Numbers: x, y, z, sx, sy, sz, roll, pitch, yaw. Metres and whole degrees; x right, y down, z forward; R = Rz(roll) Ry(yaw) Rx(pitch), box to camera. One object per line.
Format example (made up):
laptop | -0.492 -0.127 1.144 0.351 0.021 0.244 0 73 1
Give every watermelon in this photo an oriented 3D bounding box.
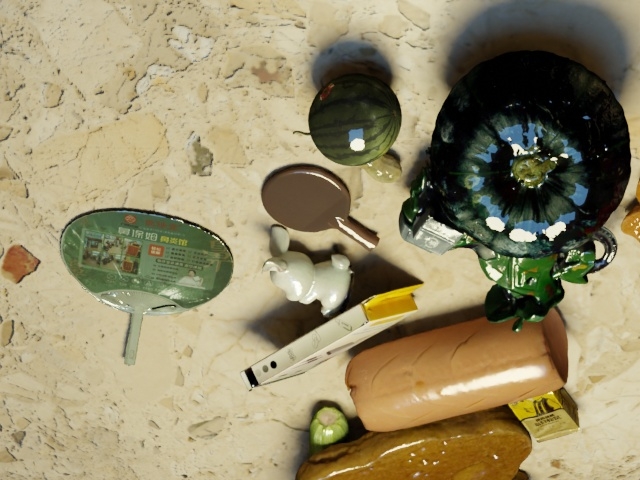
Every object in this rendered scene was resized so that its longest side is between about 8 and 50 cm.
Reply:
watermelon | 0.028 -0.134 1.810 0.133 0.105 0.105 -14 135 27

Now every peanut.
peanut | 0.063 -0.096 1.899 0.083 0.037 0.037 38 128 -25

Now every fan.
fan | -0.257 0.050 2.100 0.223 0.012 0.294 31 130 -26

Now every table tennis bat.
table tennis bat | 0.000 0.000 1.946 0.170 0.119 0.107 32 131 -25

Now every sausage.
sausage | 0.177 0.173 2.118 0.304 0.121 0.121 -16 134 20

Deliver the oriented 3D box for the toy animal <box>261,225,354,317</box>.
toy animal | -0.021 0.045 2.032 0.124 0.071 0.085 15 137 -11

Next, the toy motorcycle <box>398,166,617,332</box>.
toy motorcycle | 0.212 0.006 1.940 0.275 0.124 0.187 26 124 -19

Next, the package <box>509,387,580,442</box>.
package | 0.304 0.224 2.217 0.071 0.047 0.131 -20 131 28

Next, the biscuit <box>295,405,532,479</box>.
biscuit | 0.147 0.363 2.327 0.381 0.074 0.359 -38 134 18

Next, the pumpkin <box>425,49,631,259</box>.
pumpkin | 0.233 -0.095 1.765 0.233 0.163 0.233 1 104 4

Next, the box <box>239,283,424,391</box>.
box | 0.019 0.128 2.093 0.247 0.033 0.129 -32 168 33

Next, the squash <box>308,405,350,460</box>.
squash | 0.011 0.326 2.338 0.066 0.066 0.229 3 138 2

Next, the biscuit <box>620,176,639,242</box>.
biscuit | 0.450 -0.038 1.888 0.183 0.043 0.280 14 122 23
